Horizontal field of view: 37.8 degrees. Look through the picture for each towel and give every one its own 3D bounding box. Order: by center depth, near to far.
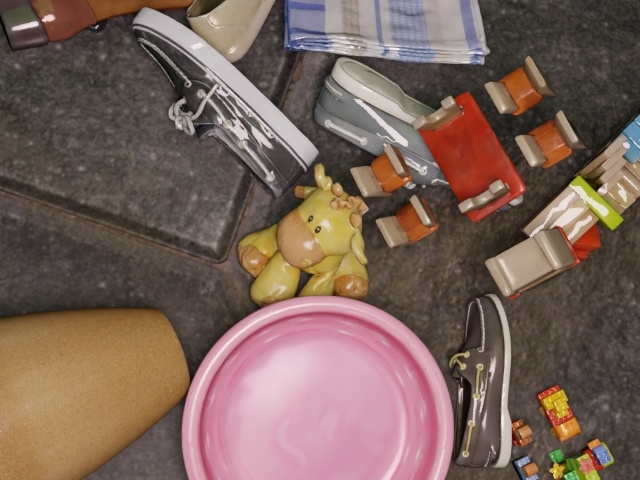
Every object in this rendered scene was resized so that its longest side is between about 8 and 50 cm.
[{"bbox_3d":[0.090,-0.337,1.329,0.285,0.034,0.209,3,55,-5],"label":"towel"}]

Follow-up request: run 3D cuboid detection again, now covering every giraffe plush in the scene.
[{"bbox_3d":[0.000,0.000,1.197,0.181,0.170,0.210,35,75,3],"label":"giraffe plush"}]

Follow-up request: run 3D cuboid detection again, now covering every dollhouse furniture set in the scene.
[{"bbox_3d":[0.215,-0.060,1.178,0.262,0.135,0.259,-32,79,21],"label":"dollhouse furniture set"}]

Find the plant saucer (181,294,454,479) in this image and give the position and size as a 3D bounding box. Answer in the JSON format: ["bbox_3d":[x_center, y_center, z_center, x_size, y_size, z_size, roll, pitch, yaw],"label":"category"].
[{"bbox_3d":[-0.005,0.232,1.161,0.332,0.084,0.332,0,89,-8],"label":"plant saucer"}]

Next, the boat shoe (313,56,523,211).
[{"bbox_3d":[0.133,-0.128,1.300,0.319,0.116,0.099,34,118,-5],"label":"boat shoe"}]

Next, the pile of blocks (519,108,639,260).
[{"bbox_3d":[0.428,-0.089,1.281,0.362,0.149,0.112,-43,85,-15],"label":"pile of blocks"}]

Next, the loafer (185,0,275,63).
[{"bbox_3d":[-0.102,-0.374,1.300,0.102,0.092,0.268,10,71,37],"label":"loafer"}]

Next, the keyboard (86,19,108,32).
[{"bbox_3d":[-0.330,-0.389,1.332,0.108,0.023,0.180,20,74,-8],"label":"keyboard"}]

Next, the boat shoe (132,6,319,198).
[{"bbox_3d":[-0.148,-0.179,1.257,0.306,0.113,0.105,43,81,-11],"label":"boat shoe"}]

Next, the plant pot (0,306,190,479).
[{"bbox_3d":[-0.296,0.176,1.111,0.254,0.237,0.237,-20,79,-27],"label":"plant pot"}]

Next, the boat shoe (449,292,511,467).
[{"bbox_3d":[0.205,0.181,1.222,0.069,0.081,0.227,2,79,-10],"label":"boat shoe"}]

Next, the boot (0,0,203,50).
[{"bbox_3d":[-0.326,-0.415,1.277,0.281,0.096,0.264,-21,83,-17],"label":"boot"}]

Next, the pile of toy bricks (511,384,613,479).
[{"bbox_3d":[0.329,0.297,1.196,0.118,0.105,0.212,-25,80,-12],"label":"pile of toy bricks"}]
